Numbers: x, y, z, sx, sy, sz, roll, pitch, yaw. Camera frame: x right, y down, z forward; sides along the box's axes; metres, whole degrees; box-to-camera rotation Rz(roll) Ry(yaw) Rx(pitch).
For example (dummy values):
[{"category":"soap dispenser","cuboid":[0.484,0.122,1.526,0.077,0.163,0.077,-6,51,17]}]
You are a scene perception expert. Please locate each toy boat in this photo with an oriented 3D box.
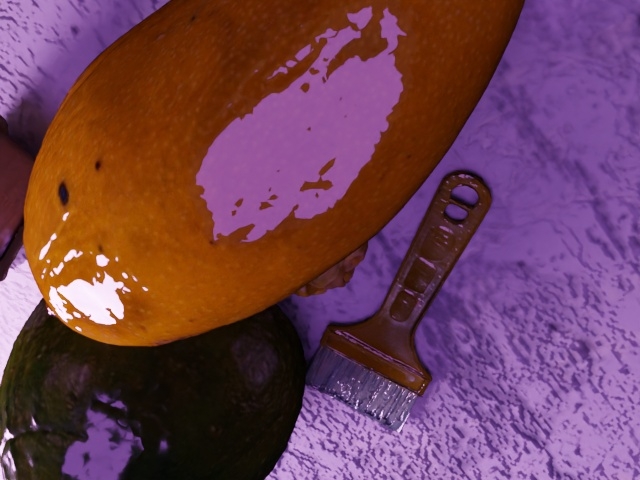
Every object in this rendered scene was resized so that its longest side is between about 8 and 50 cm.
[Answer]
[{"category":"toy boat","cuboid":[-0.230,-0.005,0.686,0.061,0.116,0.188,32,130,-9]}]

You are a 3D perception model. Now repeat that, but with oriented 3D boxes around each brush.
[{"category":"brush","cuboid":[0.057,0.042,0.681,0.083,0.010,0.218,26,127,1]}]

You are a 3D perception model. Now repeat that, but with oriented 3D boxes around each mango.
[{"category":"mango","cuboid":[-0.033,-0.064,0.540,0.359,0.187,0.144,-34,142,32]}]

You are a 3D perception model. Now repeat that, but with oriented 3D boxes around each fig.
[{"category":"fig","cuboid":[-0.131,0.131,0.668,0.203,0.235,0.203,12,129,15]}]

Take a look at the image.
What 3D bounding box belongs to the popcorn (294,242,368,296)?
[{"category":"popcorn","cuboid":[0.000,0.000,0.650,0.084,0.084,0.084,9,125,13]}]
